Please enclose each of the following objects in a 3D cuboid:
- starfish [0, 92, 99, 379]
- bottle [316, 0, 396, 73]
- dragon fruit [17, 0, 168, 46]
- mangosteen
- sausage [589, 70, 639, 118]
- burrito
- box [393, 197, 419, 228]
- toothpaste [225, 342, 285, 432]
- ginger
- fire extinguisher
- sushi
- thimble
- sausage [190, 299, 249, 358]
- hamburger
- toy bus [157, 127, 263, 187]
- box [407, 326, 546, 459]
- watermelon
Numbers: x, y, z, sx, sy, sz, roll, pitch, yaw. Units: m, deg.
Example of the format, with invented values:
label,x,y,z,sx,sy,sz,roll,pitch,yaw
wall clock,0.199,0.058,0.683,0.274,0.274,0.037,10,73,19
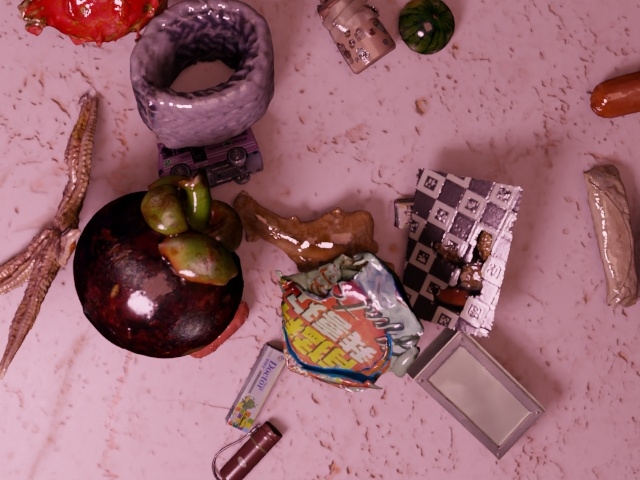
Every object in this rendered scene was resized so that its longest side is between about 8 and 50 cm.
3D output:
label,x,y,z,sx,sy,sz,roll,pitch,yaw
starfish,-0.467,-0.006,1.699,0.398,0.384,0.132,-44,118,12
bottle,0.058,-0.376,1.809,0.099,0.099,0.152,-33,95,-3
dragon fruit,-0.375,-0.420,1.700,0.268,0.210,0.205,-21,81,1
mangosteen,-0.259,0.043,1.703,0.311,0.311,0.311,-1,96,-7
sausage,0.587,-0.273,1.897,0.197,0.076,0.076,-13,97,-5
burrito,0.541,-0.004,1.925,0.082,0.059,0.275,-13,98,-21
box,0.237,-0.056,1.889,0.207,0.041,0.050,-5,101,-6
toothpaste,-0.118,0.267,1.879,0.046,0.034,0.164,28,91,-13
ginger,0.000,0.000,1.849,0.333,0.081,0.148,17,115,-6
fire extinguisher,-0.143,0.394,1.886,0.078,0.045,0.157,43,90,19
sushi,0.250,0.021,1.845,0.192,0.043,0.279,14,105,25
thimble,-0.194,-0.273,1.722,0.245,0.157,0.217,-36,71,-15
sausage,-0.189,0.151,1.838,0.141,0.076,0.076,-43,99,-3
hamburger,0.063,0.135,1.812,0.276,0.150,0.260,-14,104,30
toy bus,-0.195,-0.141,1.797,0.178,0.087,0.098,-18,66,-6
box,0.285,0.275,1.906,0.225,0.086,0.129,43,89,-8
watermelon,0.194,-0.384,1.840,0.105,0.062,0.105,0,92,-15
